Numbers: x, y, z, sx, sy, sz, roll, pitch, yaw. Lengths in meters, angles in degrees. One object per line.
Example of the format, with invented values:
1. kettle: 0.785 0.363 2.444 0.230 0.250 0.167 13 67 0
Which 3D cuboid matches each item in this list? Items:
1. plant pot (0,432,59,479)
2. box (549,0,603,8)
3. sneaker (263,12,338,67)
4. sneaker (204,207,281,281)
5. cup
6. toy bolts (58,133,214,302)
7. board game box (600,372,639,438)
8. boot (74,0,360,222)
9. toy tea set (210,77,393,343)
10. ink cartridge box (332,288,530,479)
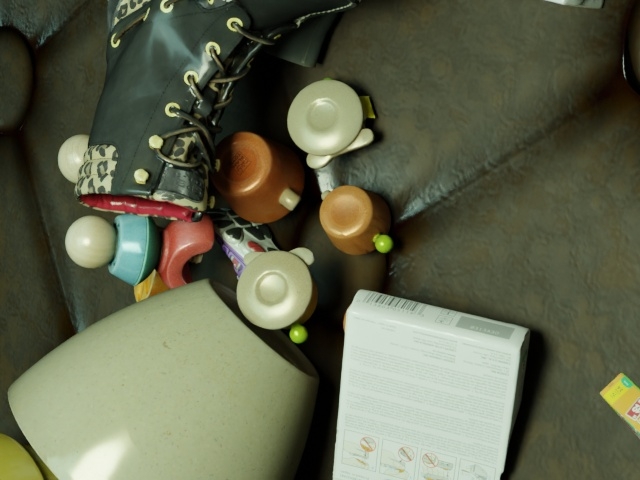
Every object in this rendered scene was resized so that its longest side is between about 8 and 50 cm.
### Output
1. plant pot: -0.371 0.361 2.049 0.254 0.239 0.254 -1 89 46
2. box: 0.145 -0.294 1.641 0.324 0.063 0.067 23 108 43
3. sneaker: -0.068 -0.288 1.845 0.222 0.083 0.118 39 118 37
4. sneaker: -0.086 0.025 1.880 0.170 0.068 0.071 49 129 33
5. cup: -0.141 0.182 1.795 0.237 0.331 0.331 -49 54 4
6. toy bolts: -0.235 -0.006 1.913 0.228 0.158 0.218 -117 40 -58
7. board game box: 0.341 0.219 1.366 0.039 0.124 0.259 -45 40 0
8. boot: -0.115 -0.167 1.712 0.377 0.138 0.284 2 76 42
9. toy tea set: 0.000 0.000 1.786 0.200 0.124 0.336 -18 72 14
10. ink cartridge box: 0.109 0.173 1.652 0.181 0.056 0.224 13 120 16
